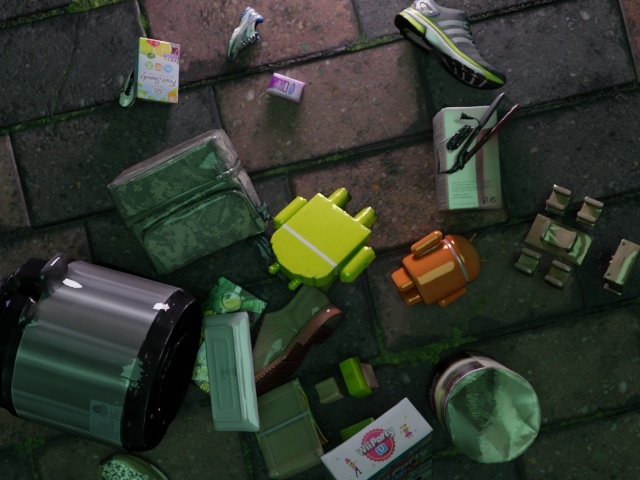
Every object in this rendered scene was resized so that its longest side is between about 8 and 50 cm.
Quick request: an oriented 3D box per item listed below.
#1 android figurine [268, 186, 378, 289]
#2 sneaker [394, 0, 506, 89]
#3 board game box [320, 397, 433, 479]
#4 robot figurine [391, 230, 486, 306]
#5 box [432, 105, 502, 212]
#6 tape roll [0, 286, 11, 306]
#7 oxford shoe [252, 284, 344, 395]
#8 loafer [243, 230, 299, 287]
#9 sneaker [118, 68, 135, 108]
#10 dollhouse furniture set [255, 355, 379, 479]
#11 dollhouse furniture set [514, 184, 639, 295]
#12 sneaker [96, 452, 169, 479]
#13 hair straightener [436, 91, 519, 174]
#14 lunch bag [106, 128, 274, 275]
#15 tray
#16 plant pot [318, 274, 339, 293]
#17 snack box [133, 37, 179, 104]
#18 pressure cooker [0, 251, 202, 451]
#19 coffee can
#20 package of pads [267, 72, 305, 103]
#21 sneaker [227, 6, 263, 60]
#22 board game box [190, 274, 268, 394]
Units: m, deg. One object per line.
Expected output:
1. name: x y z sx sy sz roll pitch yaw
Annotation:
1. android figurine: 0.000 0.000 1.787 0.248 0.056 0.273 36 68 21
2. sneaker: 0.323 -0.469 1.819 0.300 0.111 0.121 39 86 -2
3. board game box: 0.129 0.493 1.690 0.224 0.303 0.097 -32 58 -14
4. robot figurine: 0.278 0.068 1.804 0.220 0.128 0.158 -28 79 1
5. box: 0.337 -0.183 1.793 0.127 0.148 0.232 -3 90 -1
6. tape roll: -0.781 0.149 1.770 0.189 0.189 0.080 1 88 0
7. oxford shoe: -0.102 0.241 1.812 0.348 0.123 0.130 -43 67 10
8. loafer: -0.114 0.053 1.840 0.061 0.062 0.170 -38 81 11
9. sneaker: -0.453 -0.366 1.848 0.040 0.044 0.109 24 91 -1
10. dollhouse furniture set: 0.003 0.420 1.831 0.302 0.151 0.197 -28 68 17
11. dollhouse furniture set: 0.610 0.022 1.821 0.242 0.161 0.212 26 89 22
12. sneaker: -0.391 0.677 1.769 0.158 0.182 0.410 -30 89 0
13. hair straightener: 0.328 -0.239 1.703 0.089 0.047 0.230 42 93 0
14. lunch bag: -0.292 -0.085 1.772 0.305 0.212 0.255 -25 106 0
15. tray: -0.213 0.302 1.774 0.145 0.030 0.270 -10 85 36
16. plant pot: -0.003 0.096 1.832 0.083 0.083 0.079 24 103 0
17. snack box: -0.386 -0.397 1.829 0.100 0.037 0.141 3 89 -31
18. pressure cooker: -0.502 0.228 1.668 0.421 0.375 0.369 14 83 6
19. coffee can: 0.353 0.359 1.725 0.202 0.275 0.201 0 89 0
20. package of pads: -0.081 -0.364 1.853 0.083 0.032 0.050 19 87 0
21. sneaker: -0.178 -0.485 1.845 0.058 0.052 0.135 26 90 -4
22. board game box: -0.246 0.226 1.850 0.136 0.030 0.259 30 90 3
